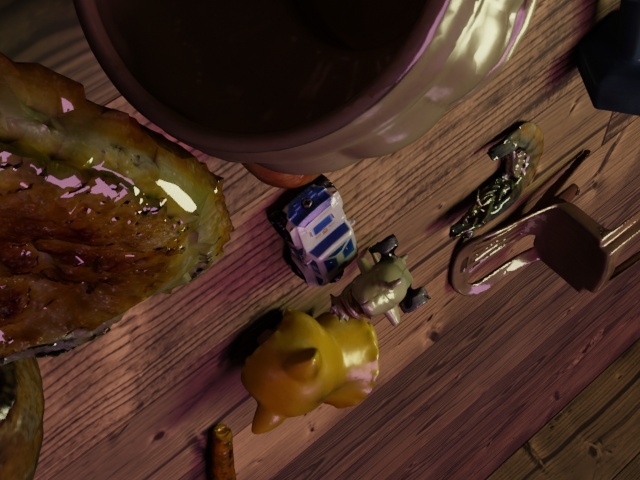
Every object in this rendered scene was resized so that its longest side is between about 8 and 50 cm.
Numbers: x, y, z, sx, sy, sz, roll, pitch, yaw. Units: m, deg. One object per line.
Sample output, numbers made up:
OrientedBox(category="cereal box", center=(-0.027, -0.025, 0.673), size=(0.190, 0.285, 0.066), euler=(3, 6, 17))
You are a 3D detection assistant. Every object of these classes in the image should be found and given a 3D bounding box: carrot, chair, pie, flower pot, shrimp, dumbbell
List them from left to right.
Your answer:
OrientedBox(category="pie", center=(-0.222, -0.011, 0.635), size=(0.354, 0.103, 0.288), euler=(18, 143, -37))
OrientedBox(category="carrot", center=(-0.141, 0.317, 1.436), size=(0.042, 0.042, 0.171), euler=(-31, 148, -29))
OrientedBox(category="flower pot", center=(0.014, -0.197, 0.665), size=(0.307, 0.307, 0.244), euler=(-57, 159, 20))
OrientedBox(category="shrimp", center=(0.259, -0.092, 1.459), size=(0.217, 0.051, 0.150), euler=(-44, 152, -23))
OrientedBox(category="chair", center=(0.391, 0.010, 1.642), size=(0.326, 0.183, 0.176), euler=(-37, 151, -22))
OrientedBox(category="dumbbell", center=(0.420, -0.300, 1.298), size=(0.316, 0.156, 0.144), euler=(70, 36, -61))

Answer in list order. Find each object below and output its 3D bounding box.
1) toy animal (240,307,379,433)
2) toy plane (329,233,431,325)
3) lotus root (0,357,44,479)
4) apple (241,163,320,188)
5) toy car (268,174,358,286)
OrientedBox(category="toy animal", center=(-0.004, 0.165, 1.316), size=(0.229, 0.156, 0.156), euler=(-14, 139, -53))
OrientedBox(category="toy plane", center=(0.073, 0.050, 1.217), size=(0.108, 0.092, 0.286), euler=(-31, -178, 17))
OrientedBox(category="lotus root", center=(-0.320, 0.211, 0.880), size=(0.142, 0.210, 0.314), euler=(10, 133, -47))
OrientedBox(category="apple", center=(-0.028, -0.112, 0.933), size=(0.126, 0.102, 0.126), euler=(-33, 155, -18))
OrientedBox(category="toy car", center=(0.000, 0.000, 1.166), size=(0.080, 0.070, 0.171), euler=(-41, 153, -13))
